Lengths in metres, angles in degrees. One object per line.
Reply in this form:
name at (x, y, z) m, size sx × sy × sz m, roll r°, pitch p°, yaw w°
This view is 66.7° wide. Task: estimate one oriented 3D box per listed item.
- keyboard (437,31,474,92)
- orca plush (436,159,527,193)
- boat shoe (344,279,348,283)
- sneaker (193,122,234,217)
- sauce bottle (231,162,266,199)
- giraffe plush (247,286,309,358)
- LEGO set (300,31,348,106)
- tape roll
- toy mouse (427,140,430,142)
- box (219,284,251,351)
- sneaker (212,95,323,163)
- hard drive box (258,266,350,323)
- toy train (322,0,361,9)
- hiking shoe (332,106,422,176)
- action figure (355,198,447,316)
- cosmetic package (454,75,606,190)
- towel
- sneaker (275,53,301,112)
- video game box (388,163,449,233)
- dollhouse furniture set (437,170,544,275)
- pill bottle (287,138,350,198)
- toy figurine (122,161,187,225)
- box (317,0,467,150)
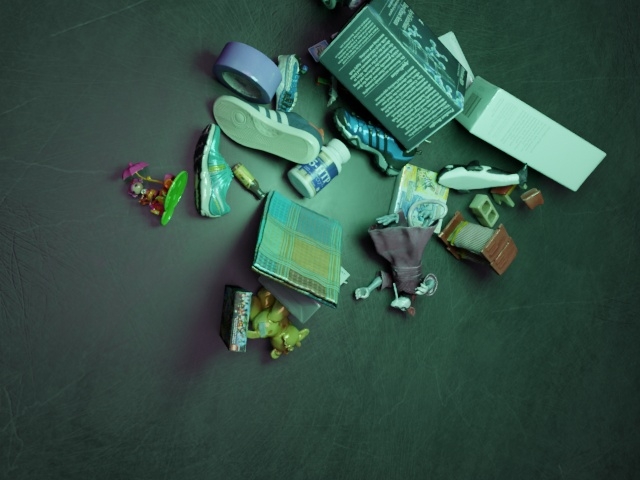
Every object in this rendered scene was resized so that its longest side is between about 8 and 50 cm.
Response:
keyboard at (0.495, -0.614, 1.731) m, size 0.072 × 0.014 × 0.255 m, roll -30°, pitch 98°, yaw -10°
orca plush at (0.537, -0.241, 1.627) m, size 0.288 × 0.151 × 0.102 m, roll -6°, pitch 62°, yaw 18°
boat shoe at (0.039, 0.098, 1.569) m, size 0.125 × 0.046 × 0.038 m, roll 29°, pitch 86°, yaw -7°
sneaker at (-0.315, -0.206, 1.444) m, size 0.110 × 0.107 × 0.274 m, roll -2°, pitch 99°, yaw -28°
sauce bottle at (-0.219, -0.180, 1.492) m, size 0.042 × 0.042 × 0.128 m, roll -44°, pitch 99°, yaw -13°
giraffe plush at (-0.125, 0.256, 1.463) m, size 0.182 × 0.210 × 0.170 m, roll -20°, pitch 127°, yaw 21°
LEGO set at (0.045, -0.562, 1.583) m, size 0.244 × 0.060 × 0.182 m, roll -38°, pitch 99°, yaw -25°
tape roll at (-0.212, -0.485, 1.419) m, size 0.189 × 0.189 × 0.080 m, roll 28°, pitch 81°, yaw -15°
toy mouse at (0.309, -0.357, 1.660) m, size 0.143 × 0.031 × 0.160 m, roll 14°, pitch 86°, yaw -16°
box at (-0.245, 0.214, 1.381) m, size 0.044 × 0.233 × 0.159 m, roll 7°, pitch 87°, yaw -18°
sneaker at (-0.151, -0.351, 1.479) m, size 0.350 × 0.131 × 0.148 m, roll 27°, pitch 42°, yaw 3°
hard drive box at (-0.043, 0.108, 1.430) m, size 0.181 × 0.232 × 0.089 m, roll 44°, pitch 120°, yaw 4°
toy train at (0.025, -0.857, 1.462) m, size 0.142 × 0.190 × 0.333 m, roll -28°, pitch 75°, yaw -15°
hiking shoe at (0.176, -0.342, 1.556) m, size 0.304 × 0.113 × 0.132 m, roll 35°, pitch 120°, yaw -22°
action figure at (0.269, 0.074, 1.587) m, size 0.276 × 0.248 × 0.369 m, roll -43°, pitch 132°, yaw -47°
cosmetic package at (0.699, -0.364, 1.655) m, size 0.454 × 0.230 × 0.161 m, roll 24°, pitch 115°, yaw -16°
towel at (-0.054, 0.011, 1.408) m, size 0.272 × 0.370 × 0.040 m, roll 26°, pitch 124°, yaw -16°
sneaker at (-0.118, -0.486, 1.520) m, size 0.071 × 0.083 × 0.190 m, roll -6°, pitch 112°, yaw -59°
video game box at (0.339, -0.141, 1.661) m, size 0.187 × 0.048 × 0.204 m, roll 14°, pitch 86°, yaw -19°
dollhouse furniture set at (0.598, -0.088, 1.639) m, size 0.374 × 0.201 × 0.152 m, roll -52°, pitch 125°, yaw -10°
pill bottle at (-0.001, -0.230, 1.523) m, size 0.187 × 0.112 × 0.112 m, roll -43°, pitch 101°, yaw -13°
toy figurine at (-0.490, -0.151, 1.391) m, size 0.159 × 0.130 × 0.173 m, roll 24°, pitch 107°, yaw -2°
box at (0.233, -0.526, 1.470) m, size 0.395 × 0.212 × 0.293 m, roll 41°, pitch 41°, yaw -17°
